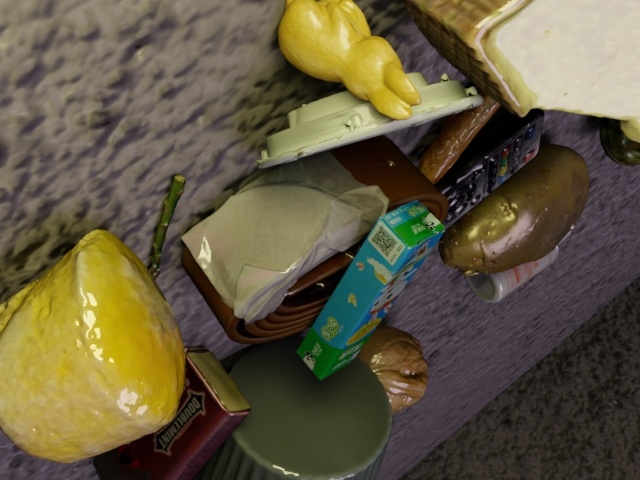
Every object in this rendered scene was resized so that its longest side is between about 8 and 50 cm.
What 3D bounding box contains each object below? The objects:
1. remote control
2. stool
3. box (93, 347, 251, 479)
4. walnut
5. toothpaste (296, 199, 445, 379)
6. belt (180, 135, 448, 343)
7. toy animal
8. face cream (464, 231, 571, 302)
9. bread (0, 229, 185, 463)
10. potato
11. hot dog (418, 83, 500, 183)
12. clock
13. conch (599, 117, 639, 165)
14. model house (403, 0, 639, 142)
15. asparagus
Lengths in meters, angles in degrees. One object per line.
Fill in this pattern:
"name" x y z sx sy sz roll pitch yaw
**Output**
"remote control" 0.153 -0.047 1.282 0.399 0.062 0.144 -38 157 -11
"stool" -0.054 0.340 1.369 0.297 0.297 0.330 -24 146 -35
"box" -0.198 0.258 1.201 0.224 0.120 0.069 -48 152 18
"walnut" 0.106 0.226 1.569 0.155 0.155 0.184 -49 153 17
"toothpaste" 0.052 0.062 1.044 0.065 0.050 0.267 -27 157 -41
"belt" 0.000 0.000 1.059 0.338 0.122 0.217 -23 151 -36
"toy animal" 0.033 -0.154 0.798 0.070 0.159 0.083 -24 144 -38
"face cream" 0.387 0.015 1.697 0.251 0.101 0.101 -31 154 -23
"bread" -0.216 0.100 0.842 0.170 0.197 0.197 -27 156 0
"potato" 0.311 -0.037 1.448 0.296 0.141 0.192 -28 150 -22
"hot dog" 0.196 -0.164 1.170 0.216 0.047 0.066 -52 170 22
"clock" 0.043 -0.125 0.903 0.236 0.053 0.236 -15 -174 2
"conch" 0.544 -0.210 1.537 0.181 0.124 0.187 78 34 -51
"model house" 0.217 -0.280 0.840 0.266 0.261 0.321 0 121 -21
"asparagus" -0.162 -0.005 0.935 0.016 0.016 0.163 -45 164 -46
